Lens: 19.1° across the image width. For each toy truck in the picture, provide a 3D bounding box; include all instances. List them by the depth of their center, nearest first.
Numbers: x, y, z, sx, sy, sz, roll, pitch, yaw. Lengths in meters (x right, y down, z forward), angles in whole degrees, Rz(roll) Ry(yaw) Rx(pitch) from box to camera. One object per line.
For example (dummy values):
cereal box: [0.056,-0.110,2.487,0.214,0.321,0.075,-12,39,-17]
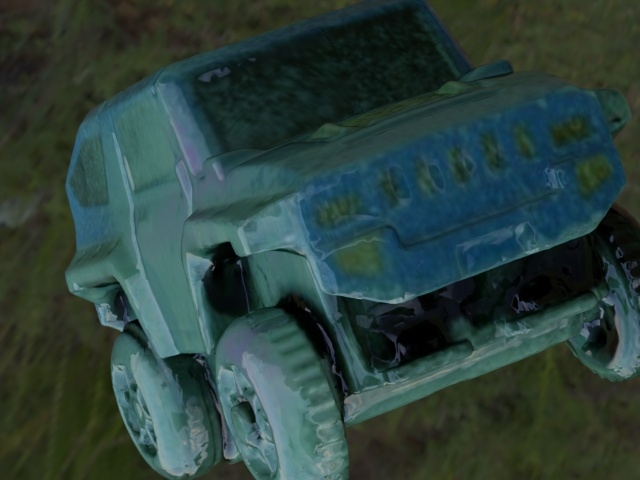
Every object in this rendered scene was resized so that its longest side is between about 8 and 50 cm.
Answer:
toy truck: [0.000,0.000,0.711,0.279,0.155,0.156,-12,98,70]
